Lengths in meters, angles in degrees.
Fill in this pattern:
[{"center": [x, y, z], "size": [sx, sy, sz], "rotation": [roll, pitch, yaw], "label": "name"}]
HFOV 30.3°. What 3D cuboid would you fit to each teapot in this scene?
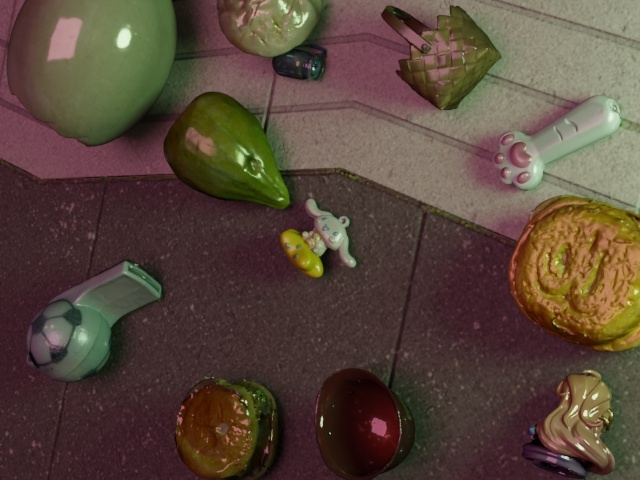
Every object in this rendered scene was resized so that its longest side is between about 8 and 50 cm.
[{"center": [-0.032, -0.294, 1.959], "size": [0.083, 0.063, 0.049], "rotation": [17, 126, 30], "label": "teapot"}]

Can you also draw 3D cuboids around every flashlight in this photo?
[{"center": [0.338, -0.145, 1.702], "size": [0.200, 0.047, 0.093], "rotation": [-29, 70, 28], "label": "flashlight"}]

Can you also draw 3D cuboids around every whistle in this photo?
[{"center": [-0.419, 0.163, 2.091], "size": [0.290, 0.163, 0.163], "rotation": [-27, 72, 28], "label": "whistle"}]

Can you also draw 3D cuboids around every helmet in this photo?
[{"center": [0.077, 0.280, 1.792], "size": [0.155, 0.106, 0.175], "rotation": [-52, 57, 14], "label": "helmet"}]

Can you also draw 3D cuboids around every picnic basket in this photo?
[{"center": [0.167, -0.296, 1.776], "size": [0.178, 0.128, 0.138], "rotation": [46, 108, 17], "label": "picnic basket"}]

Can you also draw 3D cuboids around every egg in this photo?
[{"center": [-0.385, -0.344, 2.046], "size": [0.278, 0.278, 0.336], "rotation": [36, 99, 30], "label": "egg"}]

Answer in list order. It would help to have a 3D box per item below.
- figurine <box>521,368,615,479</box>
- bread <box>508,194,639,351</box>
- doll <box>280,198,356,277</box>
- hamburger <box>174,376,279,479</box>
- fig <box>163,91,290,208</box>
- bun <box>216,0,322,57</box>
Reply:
[{"center": [0.353, 0.256, 1.617], "size": [0.126, 0.114, 0.157], "rotation": [27, 96, -4], "label": "figurine"}, {"center": [0.369, 0.046, 1.620], "size": [0.236, 0.120, 0.198], "rotation": [23, 100, 32], "label": "bread"}, {"center": [0.004, 0.006, 1.899], "size": [0.135, 0.071, 0.113], "rotation": [29, 83, 25], "label": "doll"}, {"center": [-0.148, 0.304, 1.938], "size": [0.177, 0.113, 0.185], "rotation": [-41, 58, 29], "label": "hamburger"}, {"center": [-0.165, -0.143, 1.956], "size": [0.167, 0.167, 0.233], "rotation": [-52, 54, 17], "label": "fig"}, {"center": [-0.090, -0.392, 1.934], "size": [0.183, 0.102, 0.183], "rotation": [-4, 65, 9], "label": "bun"}]
